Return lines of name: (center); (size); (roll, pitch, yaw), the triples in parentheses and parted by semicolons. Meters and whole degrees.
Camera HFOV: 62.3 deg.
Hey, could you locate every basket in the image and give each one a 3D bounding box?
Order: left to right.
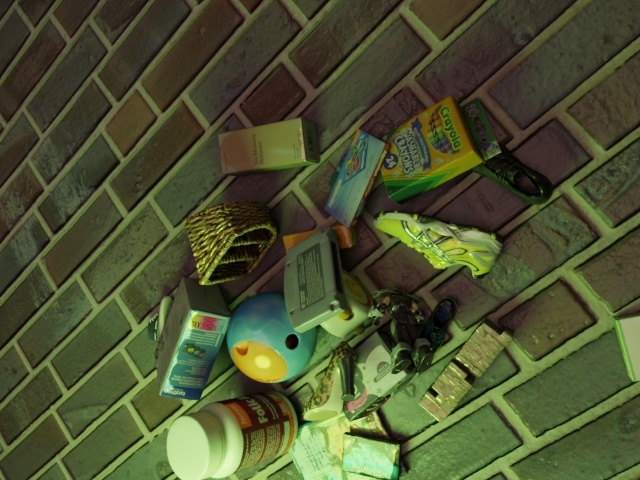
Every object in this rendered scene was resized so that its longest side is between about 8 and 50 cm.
basket: (-0.259, 0.002, 1.715); (0.214, 0.299, 0.223); (-20, 83, 21)

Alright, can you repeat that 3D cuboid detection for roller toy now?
roller toy: (0.064, 0.187, 1.644); (0.146, 0.209, 0.191); (-45, 51, 18)

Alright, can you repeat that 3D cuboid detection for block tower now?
block tower: (0.426, 0.375, 1.560); (0.097, 0.091, 0.335); (39, 106, 15)

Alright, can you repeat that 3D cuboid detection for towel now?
towel: (0.071, 0.707, 1.757); (0.370, 0.040, 0.271); (-30, 82, 21)
towel: (0.075, -0.213, 1.706); (0.067, 0.029, 0.119); (32, 105, 19)

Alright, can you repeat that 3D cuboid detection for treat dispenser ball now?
treat dispenser ball: (-0.155, 0.307, 1.693); (0.288, 0.288, 0.288); (1, 94, 23)

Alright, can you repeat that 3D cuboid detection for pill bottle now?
pill bottle: (-0.273, 0.617, 1.686); (0.224, 0.392, 0.224); (-4, 83, 35)

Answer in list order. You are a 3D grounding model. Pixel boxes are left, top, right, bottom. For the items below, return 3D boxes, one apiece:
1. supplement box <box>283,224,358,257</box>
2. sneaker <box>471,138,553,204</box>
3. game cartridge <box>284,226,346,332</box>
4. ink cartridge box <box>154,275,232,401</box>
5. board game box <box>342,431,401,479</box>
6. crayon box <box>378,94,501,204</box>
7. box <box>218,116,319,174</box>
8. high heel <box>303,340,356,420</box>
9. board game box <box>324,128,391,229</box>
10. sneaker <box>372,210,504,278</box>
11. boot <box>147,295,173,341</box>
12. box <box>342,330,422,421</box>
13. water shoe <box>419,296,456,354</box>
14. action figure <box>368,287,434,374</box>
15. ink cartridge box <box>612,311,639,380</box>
supplement box: (0.000, 0.000, 1.726); (0.234, 0.080, 0.078); (-10, 91, 25)
sneaker: (0.512, -0.202, 1.469); (0.286, 0.130, 0.109); (34, 107, 19)
game cartridge: (-0.024, 0.119, 1.590); (0.198, 0.062, 0.297); (-34, 44, 32)
ink cartridge box: (-0.460, 0.359, 1.831); (0.395, 0.151, 0.270); (-66, 26, 12)
board game box: (0.162, 0.691, 1.689); (0.186, 0.026, 0.126); (3, 93, 21)
crayon box: (0.322, -0.268, 1.519); (0.323, 0.083, 0.203); (-28, 60, 27)
box: (-0.171, -0.305, 1.755); (0.311, 0.121, 0.147); (-7, 91, 23)
high heel: (0.024, 0.431, 1.605); (0.261, 0.093, 0.186); (-45, 32, 39)
board game box: (0.109, -0.188, 1.622); (0.145, 0.027, 0.281); (42, 115, 45)
sneaker: (0.327, 0.003, 1.552); (0.385, 0.145, 0.147); (17, 99, 23)
boot: (-0.612, 0.296, 2.003); (0.086, 0.069, 0.189); (9, 98, 19)
box: (0.160, 0.416, 1.628); (0.247, 0.142, 0.163); (-46, 62, 19)
water shoe: (0.343, 0.263, 1.593); (0.073, 0.080, 0.203); (24, 102, 20)
action figure: (0.237, 0.247, 1.561); (0.185, 0.285, 0.099); (4, 134, -12)
ink cartridge box: (0.909, 0.260, 1.369); (0.235, 0.056, 0.171); (-15, 88, 20)
